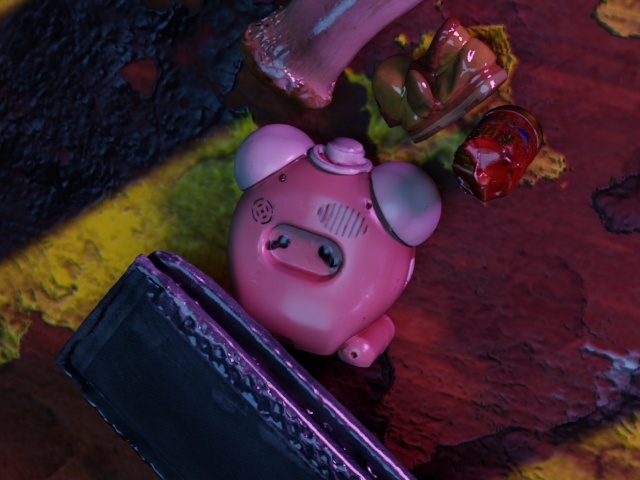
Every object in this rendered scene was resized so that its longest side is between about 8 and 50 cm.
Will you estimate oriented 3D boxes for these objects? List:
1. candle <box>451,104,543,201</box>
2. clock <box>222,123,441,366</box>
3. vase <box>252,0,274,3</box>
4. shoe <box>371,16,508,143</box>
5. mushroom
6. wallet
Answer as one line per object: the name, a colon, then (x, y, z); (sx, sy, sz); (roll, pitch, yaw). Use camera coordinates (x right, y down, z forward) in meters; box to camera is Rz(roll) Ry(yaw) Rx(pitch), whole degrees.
candle: (0.125, -0.061, 1.073); (0.052, 0.131, 0.052); (5, 108, 17)
clock: (0.000, 0.000, 1.153); (0.166, 0.093, 0.162); (18, 106, 14)
vase: (0.019, -0.273, 1.072); (0.237, 0.115, 0.115); (-39, 90, 28)
shoe: (0.087, -0.120, 1.105); (0.069, 0.072, 0.109); (57, 158, -7)
mushroom: (0.037, -0.180, 1.109); (0.209, 0.071, 0.084); (-38, 96, 19)
wallet: (-0.049, 0.166, 1.185); (0.342, 0.075, 0.237); (44, 143, 0)
